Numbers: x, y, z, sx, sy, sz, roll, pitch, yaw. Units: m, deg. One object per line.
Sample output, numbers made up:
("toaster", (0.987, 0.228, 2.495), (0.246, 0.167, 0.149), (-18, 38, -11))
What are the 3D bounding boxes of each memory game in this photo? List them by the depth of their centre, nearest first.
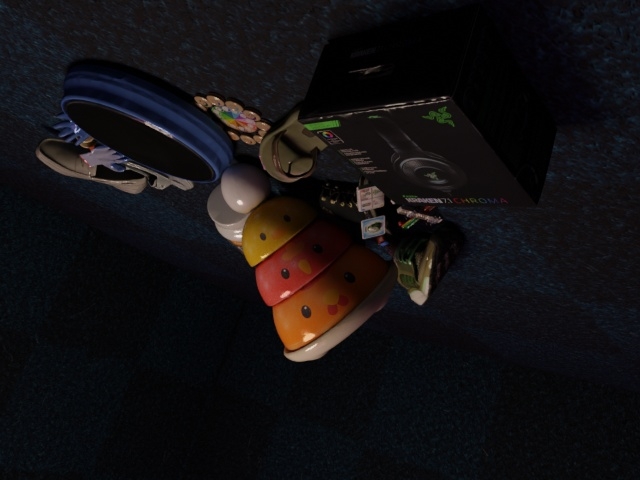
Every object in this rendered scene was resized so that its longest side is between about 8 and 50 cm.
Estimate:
("memory game", (-0.178, -0.243, 1.153), (0.186, 0.012, 0.186), (18, 165, 5))

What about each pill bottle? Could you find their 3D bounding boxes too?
("pill bottle", (-0.201, -0.054, 1.585), (0.162, 0.162, 0.278), (14, 165, 18))

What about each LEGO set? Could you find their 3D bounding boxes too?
("LEGO set", (0.163, -0.071, 1.146), (0.182, 0.060, 0.244), (-14, 150, -1))

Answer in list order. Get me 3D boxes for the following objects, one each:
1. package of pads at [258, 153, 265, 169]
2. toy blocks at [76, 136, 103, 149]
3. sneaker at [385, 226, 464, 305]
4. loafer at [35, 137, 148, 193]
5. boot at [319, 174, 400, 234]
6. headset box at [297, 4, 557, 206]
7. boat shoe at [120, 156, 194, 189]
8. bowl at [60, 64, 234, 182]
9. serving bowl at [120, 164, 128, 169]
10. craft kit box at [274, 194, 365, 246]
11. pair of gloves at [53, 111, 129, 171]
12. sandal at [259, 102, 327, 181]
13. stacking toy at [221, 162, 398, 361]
("package of pads", (-0.105, -0.180, 1.247), (0.050, 0.032, 0.083), (10, 166, 6))
("toy blocks", (-0.604, -0.259, 1.560), (0.123, 0.054, 0.148), (21, 166, -9))
("sneaker", (0.242, 0.050, 1.480), (0.182, 0.158, 0.410), (34, 164, 12))
("loafer", (-0.665, -0.229, 1.664), (0.319, 0.112, 0.111), (16, 163, -20))
("boot", (0.071, -0.093, 1.248), (0.178, 0.085, 0.236), (16, 164, 25))
("headset box", (0.146, -0.166, 0.779), (0.246, 0.131, 0.283), (5, 159, 43))
("boat shoe", (-0.459, -0.187, 1.584), (0.079, 0.081, 0.227), (4, 159, 46))
("bowl", (-0.386, -0.244, 1.265), (0.391, 0.077, 0.391), (20, 167, 5))
("serving bowl", (-0.532, -0.221, 1.615), (0.083, 0.027, 0.083), (-10, -172, 1))
("craft kit box", (0.000, 0.000, 1.542), (0.246, 0.061, 0.250), (10, 140, 16))
("pair of gloves", (-0.583, -0.251, 1.454), (0.159, 0.023, 0.198), (-7, 132, 27))
("sandal", (-0.051, -0.170, 1.090), (0.120, 0.086, 0.303), (17, 164, -14))
("stacking toy", (-0.079, 0.018, 1.370), (0.480, 0.350, 0.350), (49, 161, -5))
